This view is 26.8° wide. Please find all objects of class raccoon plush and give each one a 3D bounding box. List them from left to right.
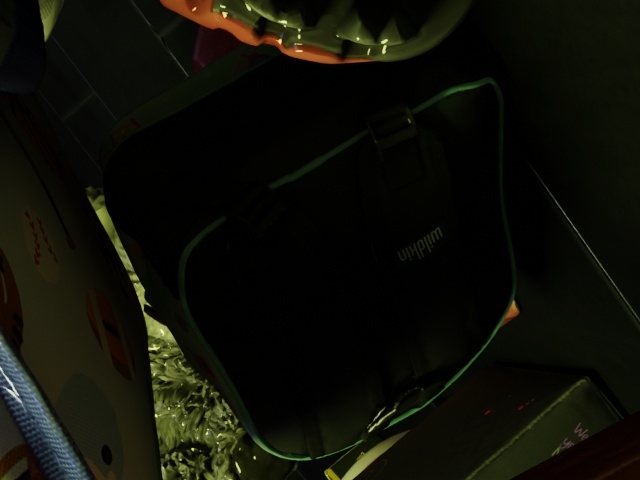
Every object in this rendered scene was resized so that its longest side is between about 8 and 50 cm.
[{"bbox_3d":[-0.176,0.135,1.226,0.299,0.446,0.216,51,-159,2],"label":"raccoon plush"}]

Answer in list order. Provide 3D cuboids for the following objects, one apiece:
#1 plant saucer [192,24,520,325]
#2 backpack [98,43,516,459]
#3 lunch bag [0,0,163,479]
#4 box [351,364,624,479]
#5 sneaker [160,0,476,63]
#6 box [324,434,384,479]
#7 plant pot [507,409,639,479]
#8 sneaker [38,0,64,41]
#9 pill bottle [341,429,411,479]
[{"bbox_3d":[0.001,-0.020,0.853,0.258,0.048,0.259,50,168,7],"label":"plant saucer"},{"bbox_3d":[0.000,0.000,0.608,0.144,0.166,0.188,43,162,46],"label":"backpack"},{"bbox_3d":[-0.209,-0.013,0.544,0.328,0.239,0.385,-119,6,-68],"label":"lunch bag"},{"bbox_3d":[0.062,0.206,0.746,0.143,0.270,0.165,52,169,-5],"label":"box"},{"bbox_3d":[-0.080,-0.137,0.452,0.276,0.097,0.135,17,-166,-9],"label":"sneaker"},{"bbox_3d":[0.155,0.383,1.449,0.322,0.079,0.257,43,165,36],"label":"box"},{"bbox_3d":[0.140,0.171,0.425,0.235,0.267,0.267,62,171,9],"label":"plant pot"},{"bbox_3d":[-0.265,-0.163,0.855,0.447,0.169,0.257,89,180,-70],"label":"sneaker"},{"bbox_3d":[0.131,0.264,0.944,0.283,0.160,0.160,37,162,53],"label":"pill bottle"}]
